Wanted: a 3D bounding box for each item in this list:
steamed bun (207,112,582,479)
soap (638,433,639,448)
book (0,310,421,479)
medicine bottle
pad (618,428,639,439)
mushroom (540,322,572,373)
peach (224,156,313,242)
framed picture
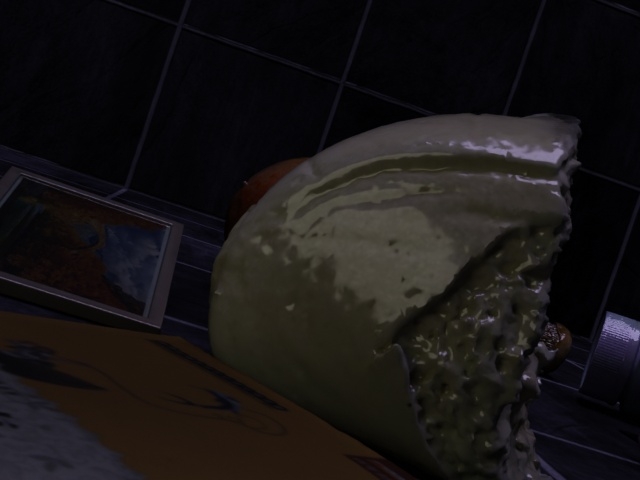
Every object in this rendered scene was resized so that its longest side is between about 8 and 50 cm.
[{"bbox_3d":[0.080,0.016,0.727,0.274,0.272,0.290,18,-2,6],"label":"steamed bun"},{"bbox_3d":[0.436,0.217,0.986,0.203,0.065,0.122,18,0,-22],"label":"soap"},{"bbox_3d":[-0.149,0.071,0.439,0.389,0.032,0.269,15,5,-45],"label":"book"},{"bbox_3d":[0.477,0.190,1.333,0.226,0.139,0.139,19,2,14],"label":"medicine bottle"},{"bbox_3d":[0.448,0.261,1.071,0.160,0.009,0.265,18,1,-8],"label":"pad"},{"bbox_3d":[0.230,0.125,1.598,0.351,0.095,0.122,20,-17,15],"label":"mushroom"},{"bbox_3d":[0.000,0.000,1.251,0.233,0.232,0.232,19,2,-1],"label":"peach"},{"bbox_3d":[-0.217,0.004,0.876,0.184,0.016,0.250,19,19,-9],"label":"framed picture"}]
